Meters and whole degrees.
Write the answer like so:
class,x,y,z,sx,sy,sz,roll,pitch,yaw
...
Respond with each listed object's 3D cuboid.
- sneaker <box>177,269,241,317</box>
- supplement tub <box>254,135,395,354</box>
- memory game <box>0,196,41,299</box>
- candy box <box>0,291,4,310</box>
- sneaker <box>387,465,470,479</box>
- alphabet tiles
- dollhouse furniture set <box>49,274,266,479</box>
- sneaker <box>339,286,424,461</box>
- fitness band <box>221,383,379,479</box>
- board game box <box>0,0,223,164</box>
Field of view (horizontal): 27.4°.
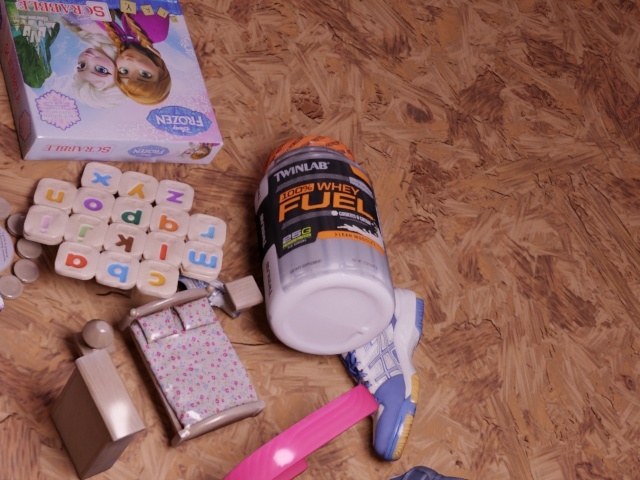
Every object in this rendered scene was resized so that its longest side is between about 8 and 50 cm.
class,x,y,z,sx,sy,sz,roll,pitch,yaw
sneaker,-0.178,0.079,1.951,0.135,0.052,0.058,40,68,-14
supplement tub,0.000,0.000,2.002,0.193,0.194,0.316,15,42,-25
memory game,-0.476,0.008,1.821,0.186,0.012,0.186,17,51,-23
candy box,-0.501,0.104,1.608,0.164,0.196,0.070,-3,61,-35
sneaker,0.150,0.439,1.894,0.086,0.163,0.226,4,96,-56
alphabet tiles,-0.279,-0.016,1.900,0.284,0.021,0.278,14,34,-9
dollhouse furniture set,-0.158,0.199,1.755,0.355,0.174,0.303,-19,72,-31
sneaker,0.083,0.202,2.015,0.130,0.112,0.297,10,51,-7
fitness band,-0.041,0.287,1.780,0.290,0.209,0.054,-28,76,-43
board game box,-0.341,-0.271,2.068,0.318,0.066,0.318,-2,61,-34
